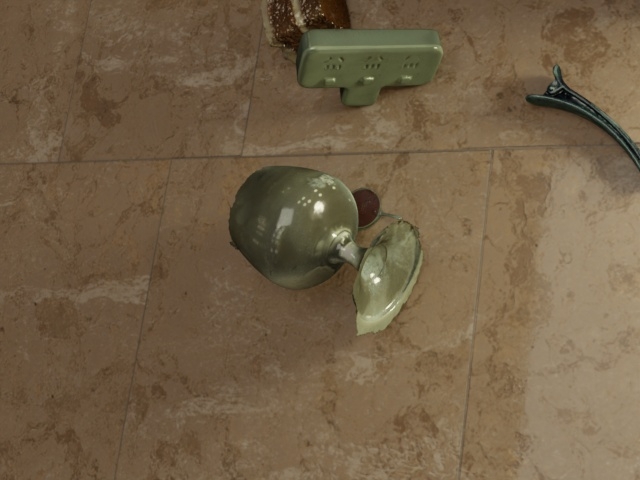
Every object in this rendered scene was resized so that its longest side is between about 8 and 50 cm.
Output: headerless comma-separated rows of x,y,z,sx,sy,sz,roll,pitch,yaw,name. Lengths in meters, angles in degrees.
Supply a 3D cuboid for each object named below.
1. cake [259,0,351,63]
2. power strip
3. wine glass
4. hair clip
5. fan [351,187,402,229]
-0.032,-0.453,1.950,0.147,0.135,0.134,-18,68,28,cake
0.084,-0.322,1.815,0.265,0.193,0.059,-3,67,-10,power strip
0.000,0.000,1.742,0.323,0.238,0.238,28,90,34,wine glass
0.475,-0.195,1.646,0.083,0.048,0.275,-46,60,4,hair clip
0.098,-0.056,1.831,0.133,0.005,0.085,14,82,32,fan
